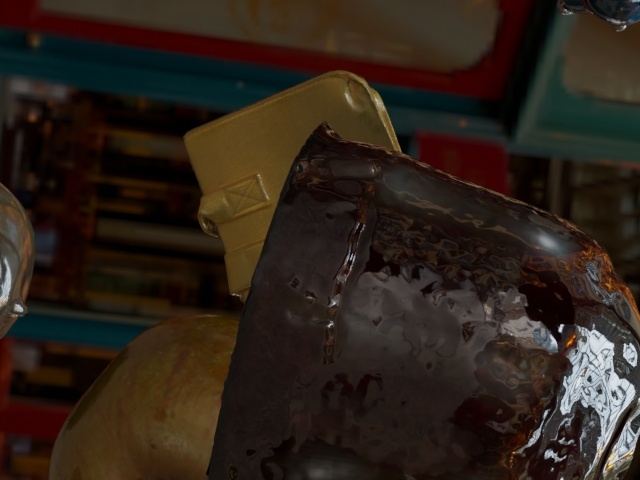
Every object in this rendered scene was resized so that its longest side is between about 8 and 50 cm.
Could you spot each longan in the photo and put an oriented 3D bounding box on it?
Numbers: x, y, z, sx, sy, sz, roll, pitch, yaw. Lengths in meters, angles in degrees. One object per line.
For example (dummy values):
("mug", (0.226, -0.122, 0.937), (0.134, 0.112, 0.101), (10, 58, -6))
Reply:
("longan", (-0.525, 0.032, 2.346), (0.297, 0.297, 0.297), (-173, -90, -82))

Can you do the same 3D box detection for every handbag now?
("handbag", (0.000, 0.000, 2.259), (0.133, 0.283, 0.401), (17, 53, -85))

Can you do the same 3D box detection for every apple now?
("apple", (-0.124, 0.281, 1.971), (0.333, 0.400, 0.400), (25, 68, -66))

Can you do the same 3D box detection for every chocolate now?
("chocolate", (0.105, 0.109, 1.444), (0.383, 0.331, 0.383), (13, 90, -86))

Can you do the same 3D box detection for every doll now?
("doll", (0.337, -0.297, 2.008), (0.152, 0.085, 0.114), (8, -45, 54))
